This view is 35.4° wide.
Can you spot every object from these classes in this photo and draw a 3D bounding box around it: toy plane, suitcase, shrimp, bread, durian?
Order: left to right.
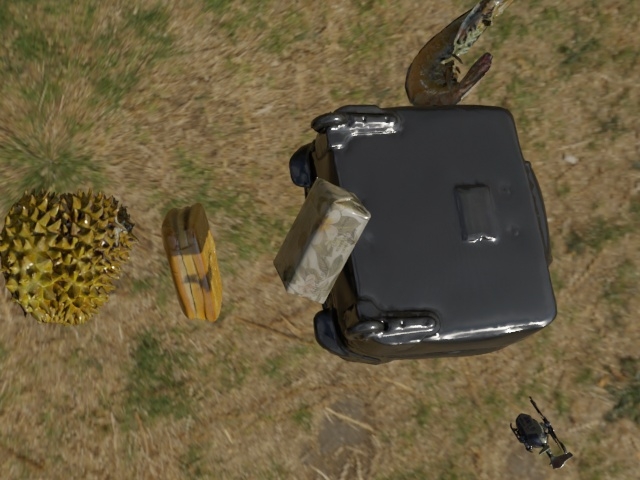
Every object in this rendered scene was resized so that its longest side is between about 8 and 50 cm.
[{"bbox_3d":[-0.355,0.011,1.446,0.138,0.250,0.183,-4,131,19],"label":"durian"},{"bbox_3d":[-0.214,0.040,1.697,0.077,0.116,0.200,-10,120,-1],"label":"bread"},{"bbox_3d":[0.147,-0.013,1.379,0.339,0.188,0.345,-5,72,-16],"label":"suitcase"},{"bbox_3d":[0.235,-0.304,1.602,0.052,0.143,0.251,20,120,-42],"label":"shrimp"},{"bbox_3d":[0.287,0.258,1.317,0.049,0.121,0.031,-37,124,8],"label":"toy plane"}]

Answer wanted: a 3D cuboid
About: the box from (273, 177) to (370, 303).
[{"bbox_3d":[0.000,0.000,0.887,0.045,0.062,0.098,22,106,-24],"label":"box"}]
